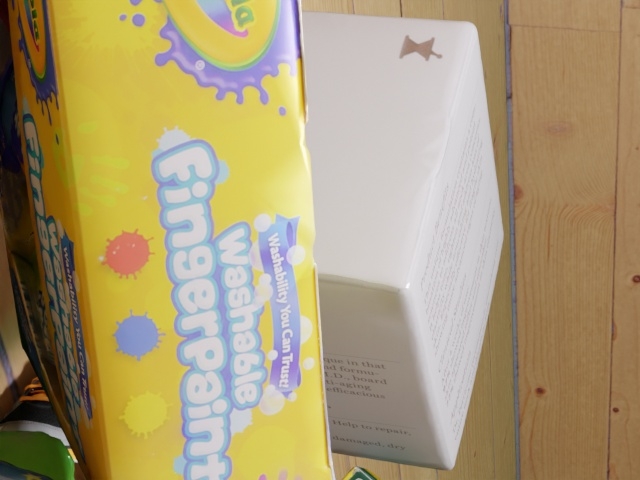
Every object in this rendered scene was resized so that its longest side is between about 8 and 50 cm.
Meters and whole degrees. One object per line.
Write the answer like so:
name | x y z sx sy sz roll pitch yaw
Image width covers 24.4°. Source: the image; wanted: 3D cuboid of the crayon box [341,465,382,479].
crayon box | -0.032 0.425 1.669 0.363 0.106 0.313 -50 170 -5

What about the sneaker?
sneaker | -0.234 0.145 1.319 0.215 0.084 0.083 -40 136 -81

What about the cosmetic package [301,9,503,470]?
cosmetic package | 0.000 0.000 1.590 0.394 0.327 0.329 73 28 -54

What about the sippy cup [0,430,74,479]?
sippy cup | -0.270 0.229 0.982 0.240 0.224 0.305 72 29 -55

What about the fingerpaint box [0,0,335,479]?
fingerpaint box | -0.138 -0.068 1.048 0.371 0.163 0.445 -139 -139 -62
